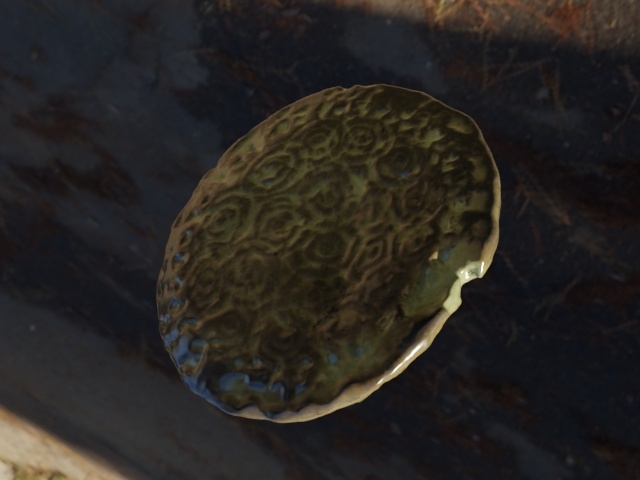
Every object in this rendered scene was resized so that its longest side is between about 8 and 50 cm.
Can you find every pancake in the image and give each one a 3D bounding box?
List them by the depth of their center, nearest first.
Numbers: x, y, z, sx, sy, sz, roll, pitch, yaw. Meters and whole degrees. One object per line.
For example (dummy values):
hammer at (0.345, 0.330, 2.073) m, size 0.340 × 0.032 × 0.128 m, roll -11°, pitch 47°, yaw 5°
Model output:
pancake at (-0.001, -0.001, 0.561) m, size 0.199 × 0.199 × 0.021 m, roll 8°, pitch 150°, yaw 37°
